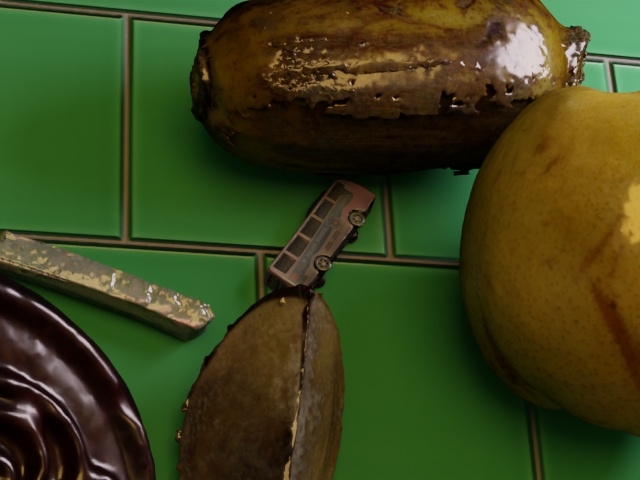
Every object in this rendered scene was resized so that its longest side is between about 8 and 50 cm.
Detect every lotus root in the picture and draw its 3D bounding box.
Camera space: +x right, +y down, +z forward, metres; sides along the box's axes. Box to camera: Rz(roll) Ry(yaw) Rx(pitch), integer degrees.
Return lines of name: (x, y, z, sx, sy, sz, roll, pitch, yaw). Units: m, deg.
lotus root: (0.070, -0.154, 1.609, 0.397, 0.196, 0.179, -4, 69, -14)

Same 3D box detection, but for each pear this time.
pear: (0.270, 0.013, 1.521, 0.314, 0.314, 0.314, 6, 62, -11)

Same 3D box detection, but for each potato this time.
potato: (-0.047, 0.175, 1.485, 0.120, 0.100, 0.261, 0, 73, 28)

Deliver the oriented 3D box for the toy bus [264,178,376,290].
toy bus: (0.000, 0.000, 1.603, 0.052, 0.037, 0.131, 32, 61, 9)

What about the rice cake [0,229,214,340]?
rice cake: (-0.196, 0.041, 1.526, 0.210, 0.043, 0.034, 20, 67, -4)

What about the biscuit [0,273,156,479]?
biscuit: (-0.295, 0.213, 1.282, 0.407, 0.091, 0.408, 4, 83, -33)
